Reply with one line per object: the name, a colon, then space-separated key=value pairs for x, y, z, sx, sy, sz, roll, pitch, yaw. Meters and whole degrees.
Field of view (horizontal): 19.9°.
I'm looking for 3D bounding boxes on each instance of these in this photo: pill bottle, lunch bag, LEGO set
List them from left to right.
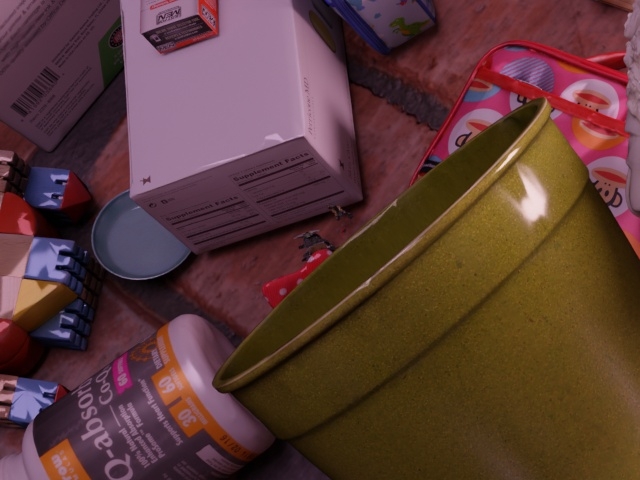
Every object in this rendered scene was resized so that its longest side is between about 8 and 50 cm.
pill bottle: x=-0.195 y=0.211 z=1.827 sx=0.278 sy=0.162 sz=0.162 roll=-36 pitch=57 yaw=9
LEGO set: x=0.003 y=0.000 z=1.890 sx=0.083 sy=0.054 sz=0.023 roll=-46 pitch=19 yaw=3
lunch bag: x=0.029 y=-0.317 z=1.929 sx=0.090 sy=0.176 sz=0.219 roll=-31 pitch=59 yaw=12
lunch bag: x=0.256 y=-0.065 z=1.745 sx=0.293 sy=0.120 sz=0.258 roll=25 pitch=78 yaw=30

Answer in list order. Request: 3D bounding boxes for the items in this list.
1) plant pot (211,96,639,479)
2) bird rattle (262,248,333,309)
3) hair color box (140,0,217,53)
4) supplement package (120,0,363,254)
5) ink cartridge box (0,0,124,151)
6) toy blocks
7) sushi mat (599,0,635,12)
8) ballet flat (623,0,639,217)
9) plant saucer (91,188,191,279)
plant pot: x=0.161 y=0.130 z=1.540 sx=0.366 sy=0.366 sz=0.353 roll=-41 pitch=95 yaw=6
bird rattle: x=0.066 y=0.110 z=1.788 sx=0.207 sy=0.143 sz=0.253 roll=-16 pitch=49 yaw=8
hair color box: x=-0.148 y=-0.271 z=1.905 sx=0.072 sy=0.043 sz=0.141 roll=-15 pitch=56 yaw=22
supplement package: x=-0.086 y=-0.153 z=1.926 sx=0.204 sy=0.145 sz=0.262 roll=-18 pitch=58 yaw=20
ink cartridge box: x=-0.345 y=-0.259 z=2.030 sx=0.211 sy=0.289 sz=0.121 roll=-49 pitch=56 yaw=1
toy blocks: x=-0.362 y=0.050 z=1.995 sx=0.261 sy=0.191 sz=0.381 roll=6 pitch=72 yaw=17
sushi mat: x=0.320 y=-0.310 z=1.871 sx=0.316 sy=0.019 sz=0.151 roll=25 pitch=81 yaw=33
ballet flat: x=0.343 y=-0.016 z=1.572 sx=0.147 sy=0.147 sz=0.409 roll=-30 pitch=89 yaw=13
plant saucer: x=-0.189 y=-0.005 z=1.985 sx=0.119 sy=0.021 sz=0.119 roll=-4 pitch=59 yaw=7
